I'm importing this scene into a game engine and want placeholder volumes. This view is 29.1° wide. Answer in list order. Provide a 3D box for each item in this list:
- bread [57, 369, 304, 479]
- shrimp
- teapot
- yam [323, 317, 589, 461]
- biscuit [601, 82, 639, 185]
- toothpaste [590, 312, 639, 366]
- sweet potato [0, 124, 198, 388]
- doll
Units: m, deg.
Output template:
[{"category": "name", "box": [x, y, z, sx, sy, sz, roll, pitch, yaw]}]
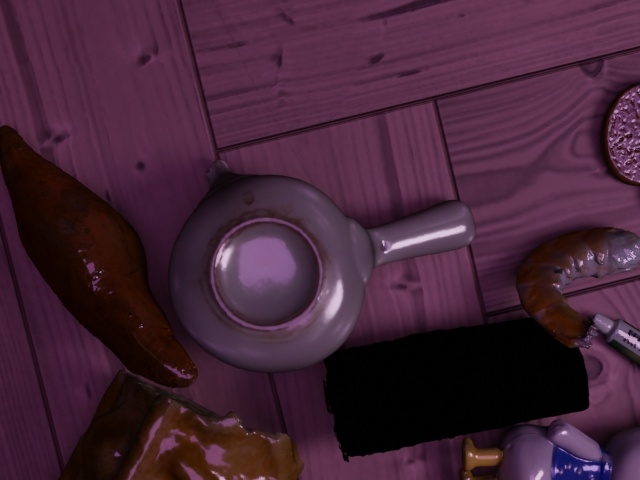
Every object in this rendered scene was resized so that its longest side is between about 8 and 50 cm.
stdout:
[{"category": "bread", "box": [-0.169, 0.277, 1.286, 0.196, 0.238, 0.252, 26, 84, -38]}, {"category": "shrimp", "box": [0.292, 0.048, 1.318, 0.161, 0.166, 0.049, -10, 126, -2]}, {"category": "teapot", "box": [0.001, 0.038, 1.306, 0.318, 0.149, 0.220, 10, 86, -2]}, {"category": "yam", "box": [0.140, 0.153, 1.329, 0.279, 0.131, 0.131, -11, 93, -4]}, {"category": "biscuit", "box": [0.387, -0.096, 1.377, 0.124, 0.026, 0.175, -38, 93, 1]}, {"category": "toothpaste", "box": [0.388, 0.140, 1.384, 0.204, 0.031, 0.049, 33, 91, -6]}, {"category": "sweet potato", "box": [-0.242, 0.020, 1.309, 0.112, 0.112, 0.359, -37, 78, 0]}, {"category": "doll", "box": [0.300, 0.250, 1.347, 0.293, 0.119, 0.138, 0, 123, 3]}]
